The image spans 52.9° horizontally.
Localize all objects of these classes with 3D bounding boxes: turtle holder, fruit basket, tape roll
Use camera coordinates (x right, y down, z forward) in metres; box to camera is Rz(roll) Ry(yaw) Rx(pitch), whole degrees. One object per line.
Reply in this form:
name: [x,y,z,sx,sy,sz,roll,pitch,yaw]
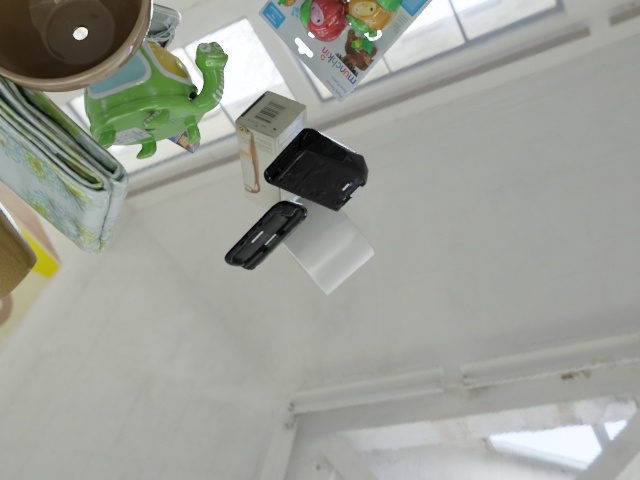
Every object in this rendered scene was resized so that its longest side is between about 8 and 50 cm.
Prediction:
turtle holder: [-0.380,-0.335,1.432,0.320,0.227,0.243,-20,172,38]
fruit basket: [0.052,-0.566,1.513,0.353,0.327,0.165,-44,170,20]
tape roll: [0.000,0.000,1.683,0.169,0.246,0.246,-41,-148,-4]

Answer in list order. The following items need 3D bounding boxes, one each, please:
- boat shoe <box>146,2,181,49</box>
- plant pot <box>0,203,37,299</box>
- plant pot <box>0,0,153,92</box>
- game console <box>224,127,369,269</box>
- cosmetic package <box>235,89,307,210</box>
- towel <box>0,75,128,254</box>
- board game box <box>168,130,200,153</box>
boat shoe: [-0.441,-0.544,1.693,0.320,0.118,0.103,-176,-86,-69]
plant pot: [-0.728,-0.002,1.329,0.237,0.254,0.237,-34,-152,21]
plant pot: [-0.332,-0.298,0.849,0.237,0.237,0.110,-38,173,-6]
game console: [-0.072,-0.066,1.323,0.361,0.213,0.044,-44,-128,21]
cosmetic package: [-0.123,-0.229,1.720,0.129,0.296,0.153,26,-125,19]
towel: [-0.480,-0.135,1.090,0.090,0.320,0.374,-47,-175,-27]
board game box: [-0.449,-0.382,2.053,0.194,0.194,0.060,-38,-162,41]
